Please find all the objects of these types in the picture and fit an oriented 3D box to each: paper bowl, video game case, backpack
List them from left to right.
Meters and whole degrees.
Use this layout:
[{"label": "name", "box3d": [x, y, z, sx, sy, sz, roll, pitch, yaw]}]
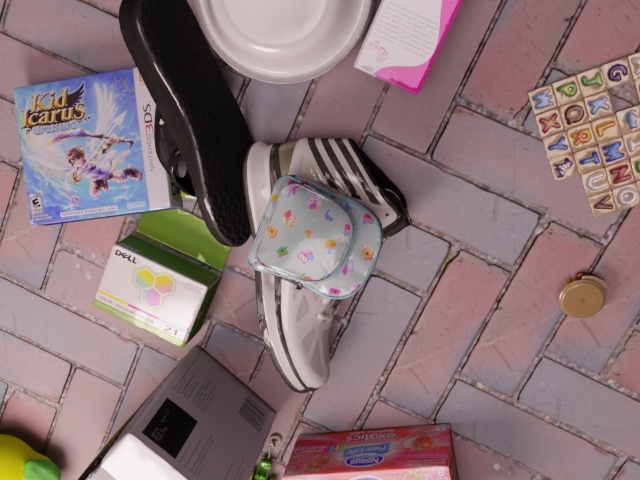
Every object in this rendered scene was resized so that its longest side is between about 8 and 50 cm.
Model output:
[{"label": "video game case", "box3d": [-0.386, -0.161, 1.321, 0.270, 0.061, 0.244, -7, 90, 12]}, {"label": "paper bowl", "box3d": [-0.059, -0.386, 1.182, 0.285, 0.148, 0.284, 2, 107, 8]}, {"label": "backpack", "box3d": [0.000, 0.000, 1.147, 0.189, 0.144, 0.165, 22, 91, -1]}]

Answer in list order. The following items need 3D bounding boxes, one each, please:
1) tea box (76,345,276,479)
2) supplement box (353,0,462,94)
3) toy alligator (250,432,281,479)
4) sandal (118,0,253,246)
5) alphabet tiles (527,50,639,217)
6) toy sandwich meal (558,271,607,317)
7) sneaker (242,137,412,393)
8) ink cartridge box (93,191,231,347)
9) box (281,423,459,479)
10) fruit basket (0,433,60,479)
[{"label": "tea box", "box3d": [-0.287, 0.423, 1.362, 0.220, 0.329, 0.323, 42, 110, -4]}, {"label": "supplement box", "box3d": [0.149, -0.349, 1.173, 0.111, 0.114, 0.220, 26, 108, 1]}, {"label": "toy alligator", "box3d": [-0.117, 0.467, 1.490, 0.056, 0.051, 0.189, 20, 108, 3]}, {"label": "sandal", "box3d": [-0.212, -0.194, 1.242, 0.107, 0.167, 0.445, -1, 121, 32]}, {"label": "alphabet tiles", "box3d": [0.465, -0.162, 1.226, 0.198, 0.009, 0.237, -19, 102, 14]}, {"label": "toy sandwich meal", "box3d": [0.444, 0.093, 1.296, 0.086, 0.029, 0.085, 3, 117, 5]}, {"label": "sneaker", "box3d": [0.030, 0.044, 1.278, 0.258, 0.169, 0.447, -5, 103, 13]}, {"label": "ink cartridge box", "box3d": [-0.271, 0.032, 1.367, 0.189, 0.097, 0.255, 25, 109, 3]}, {"label": "box", "box3d": [0.097, 0.443, 1.393, 0.300, 0.154, 0.142, -7, 105, 13]}, {"label": "fruit basket", "box3d": [-0.724, 0.475, 1.506, 0.392, 0.283, 0.391, 7, 105, 26]}]
